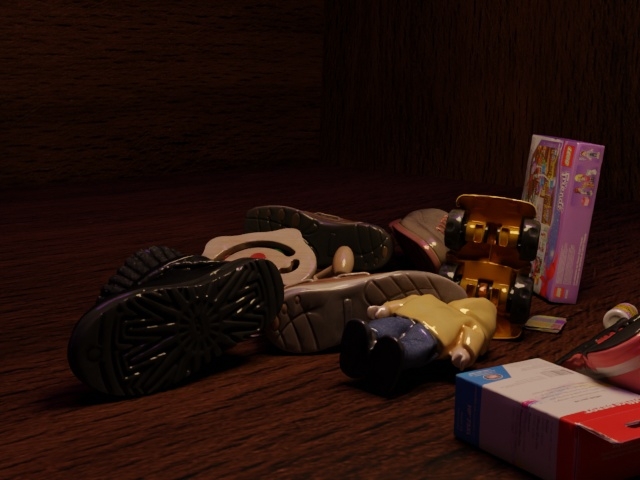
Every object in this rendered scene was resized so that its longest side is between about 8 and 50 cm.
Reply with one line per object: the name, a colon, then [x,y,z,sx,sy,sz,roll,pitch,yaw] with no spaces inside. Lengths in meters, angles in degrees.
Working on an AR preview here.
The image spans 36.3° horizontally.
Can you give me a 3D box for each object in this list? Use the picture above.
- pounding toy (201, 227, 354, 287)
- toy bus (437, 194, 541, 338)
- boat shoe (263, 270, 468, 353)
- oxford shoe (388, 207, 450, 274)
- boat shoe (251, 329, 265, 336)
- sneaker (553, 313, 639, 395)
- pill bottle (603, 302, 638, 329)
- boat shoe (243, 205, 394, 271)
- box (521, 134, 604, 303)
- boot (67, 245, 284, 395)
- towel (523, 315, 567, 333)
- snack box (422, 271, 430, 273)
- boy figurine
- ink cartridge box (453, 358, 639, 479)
pounding toy: [-0.074,0.085,1.655,0.269,0.155,0.154,-7,38,4]
toy bus: [0.283,0.037,1.598,0.149,0.220,0.211,9,5,17]
boat shoe: [0.065,0.098,1.472,0.324,0.123,0.116,1,8,-15]
oxford shoe: [0.225,-0.016,2.004,0.130,0.123,0.348,-31,11,2]
boat shoe: [-0.086,0.123,1.509,0.137,0.043,0.049,-3,13,-20]
sneaker: [0.372,0.175,1.183,0.116,0.136,0.314,-33,-10,2]
pill bottle: [0.494,0.127,1.595,0.043,0.043,0.083,8,12,30]
boat shoe: [0.000,0.000,2.051,0.323,0.123,0.120,13,7,13]
box: [0.440,-0.045,1.839,0.057,0.293,0.201,6,9,-12]
boot: [-0.248,0.101,1.341,0.260,0.131,0.348,6,15,42]
towel: [0.371,0.138,1.608,0.060,0.009,0.083,5,10,22]
snack box: [0.158,0.101,1.615,0.022,0.064,0.178,6,11,14]
boy figurine: [0.146,0.130,1.356,0.177,0.092,0.285,24,20,35]
ink cartridge box: [0.267,0.199,1.042,0.134,0.078,0.231,-5,12,-32]
